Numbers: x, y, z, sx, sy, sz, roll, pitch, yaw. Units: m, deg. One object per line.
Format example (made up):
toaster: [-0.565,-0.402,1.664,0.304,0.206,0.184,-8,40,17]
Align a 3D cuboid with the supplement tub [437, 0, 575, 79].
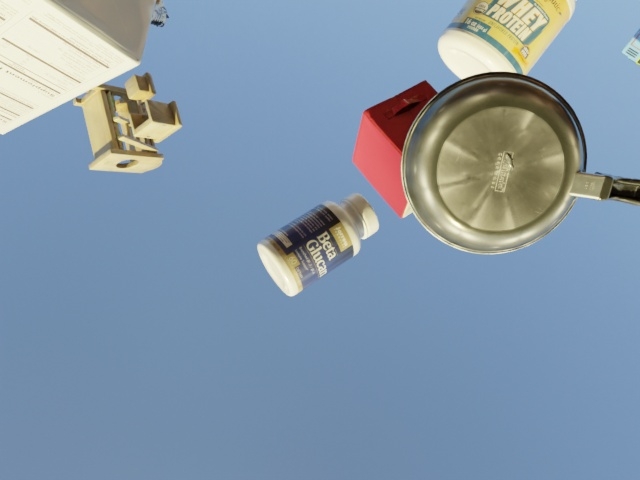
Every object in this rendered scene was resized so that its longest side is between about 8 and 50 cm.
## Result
supplement tub: [0.293,-0.340,0.872,0.144,0.144,0.200,37,-87,5]

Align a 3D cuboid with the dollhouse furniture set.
dollhouse furniture set: [-0.264,-0.213,0.816,0.101,0.161,0.182,-4,-105,-54]

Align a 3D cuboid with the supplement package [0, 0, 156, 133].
supplement package: [-0.313,-0.262,0.550,0.198,0.262,0.199,30,-121,-47]

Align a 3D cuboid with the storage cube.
storage cube: [0.209,-0.201,1.277,0.183,0.215,0.193,-30,-112,-19]

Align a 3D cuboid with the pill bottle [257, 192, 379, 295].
pill bottle: [0.000,0.000,0.842,0.169,0.094,0.094,-33,-103,-16]

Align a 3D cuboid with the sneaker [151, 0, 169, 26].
sneaker: [-0.256,-0.347,0.882,0.032,0.037,0.083,-14,-144,20]

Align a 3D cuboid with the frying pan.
frying pan: [0.240,-0.043,0.607,0.326,0.053,0.197,32,-76,-3]

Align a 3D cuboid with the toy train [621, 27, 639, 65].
toy train: [0.468,-0.231,0.681,0.184,0.105,0.080,38,-115,11]
